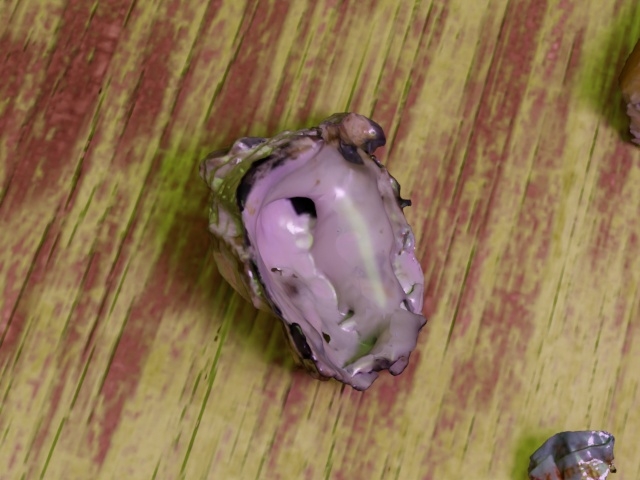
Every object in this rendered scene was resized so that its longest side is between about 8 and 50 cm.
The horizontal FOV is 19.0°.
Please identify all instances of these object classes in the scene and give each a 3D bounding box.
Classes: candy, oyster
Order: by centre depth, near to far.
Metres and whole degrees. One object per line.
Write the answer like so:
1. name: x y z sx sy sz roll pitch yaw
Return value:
1. candy: 0.116 0.185 1.020 0.053 0.046 0.182 19 67 1
2. oyster: 0.000 0.000 1.102 0.163 0.081 0.191 45 49 -8

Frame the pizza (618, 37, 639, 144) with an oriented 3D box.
1. pizza: 0.346 -0.107 1.176 0.335 0.086 0.226 -18 64 -16
